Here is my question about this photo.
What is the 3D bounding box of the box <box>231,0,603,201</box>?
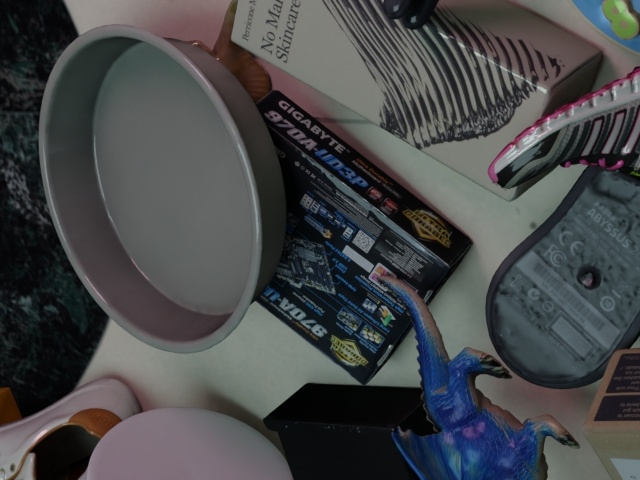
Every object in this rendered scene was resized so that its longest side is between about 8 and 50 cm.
[{"bbox_3d":[0.070,-0.151,1.237,0.275,0.094,0.113,30,130,21],"label":"box"}]

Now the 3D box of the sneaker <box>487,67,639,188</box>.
[{"bbox_3d":[0.202,-0.068,1.111,0.170,0.063,0.075,-26,93,1],"label":"sneaker"}]

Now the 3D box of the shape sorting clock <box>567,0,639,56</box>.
[{"bbox_3d":[0.243,-0.215,1.100,0.206,0.040,0.206,19,125,30],"label":"shape sorting clock"}]

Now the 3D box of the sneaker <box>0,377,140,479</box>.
[{"bbox_3d":[-0.324,0.251,1.676,0.290,0.123,0.106,-36,104,16],"label":"sneaker"}]

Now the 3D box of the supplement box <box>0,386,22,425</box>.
[{"bbox_3d":[-0.434,0.285,1.864,0.194,0.129,0.191,-6,110,40],"label":"supplement box"}]

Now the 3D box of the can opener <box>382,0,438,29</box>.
[{"bbox_3d":[0.095,-0.240,1.141,0.073,0.059,0.186,32,93,47],"label":"can opener"}]

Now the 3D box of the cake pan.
[{"bbox_3d":[-0.137,-0.048,1.392,0.293,0.054,0.293,19,119,40],"label":"cake pan"}]

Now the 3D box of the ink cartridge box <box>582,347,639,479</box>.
[{"bbox_3d":[0.331,0.184,1.175,0.193,0.088,0.234,-5,131,41],"label":"ink cartridge box"}]

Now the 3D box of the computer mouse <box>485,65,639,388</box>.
[{"bbox_3d":[0.238,0.008,1.218,0.188,0.072,0.272,47,122,9],"label":"computer mouse"}]

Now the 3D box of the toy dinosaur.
[{"bbox_3d":[-0.088,-0.154,1.405,0.093,0.053,0.183,12,130,16],"label":"toy dinosaur"}]

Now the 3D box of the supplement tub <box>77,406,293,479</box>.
[{"bbox_3d":[-0.155,0.354,1.603,0.241,0.241,0.331,33,131,20],"label":"supplement tub"}]

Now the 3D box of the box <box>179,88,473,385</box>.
[{"bbox_3d":[0.000,0.000,1.394,0.220,0.051,0.175,37,132,7],"label":"box"}]

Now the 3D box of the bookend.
[{"bbox_3d":[0.047,0.220,1.482,0.156,0.072,0.157,-2,113,40],"label":"bookend"}]

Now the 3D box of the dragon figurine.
[{"bbox_3d":[0.109,0.164,1.287,0.144,0.085,0.289,-44,82,1],"label":"dragon figurine"}]
